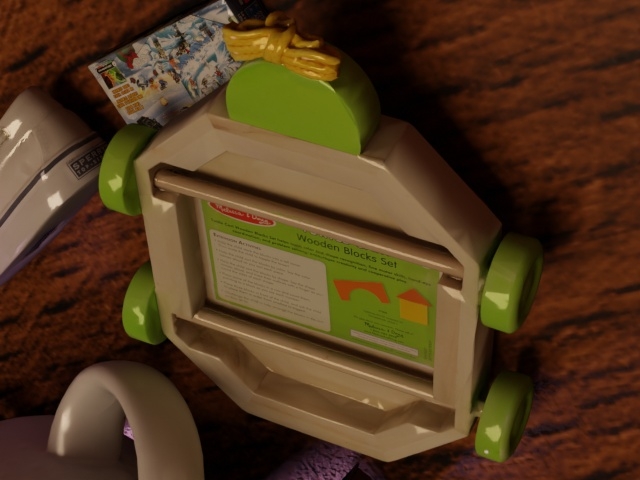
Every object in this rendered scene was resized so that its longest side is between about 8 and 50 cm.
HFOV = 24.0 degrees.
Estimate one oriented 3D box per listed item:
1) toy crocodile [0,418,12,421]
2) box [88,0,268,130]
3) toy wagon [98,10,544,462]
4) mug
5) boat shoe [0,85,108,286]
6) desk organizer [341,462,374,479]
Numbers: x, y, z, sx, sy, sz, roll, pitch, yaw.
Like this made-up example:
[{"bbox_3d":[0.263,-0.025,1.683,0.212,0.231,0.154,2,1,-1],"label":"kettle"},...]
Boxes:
[{"bbox_3d":[-0.305,0.208,1.322,0.115,0.105,0.340,52,143,-10],"label":"toy crocodile"},{"bbox_3d":[-0.071,-0.094,0.927,0.137,0.027,0.094,-16,112,44],"label":"box"},{"bbox_3d":[0.000,0.000,0.892,0.267,0.068,0.344,17,138,19],"label":"toy wagon"},{"bbox_3d":[-0.161,0.266,1.051,0.328,0.276,0.374,37,115,61],"label":"mug"},{"bbox_3d":[-0.244,-0.017,1.080,0.088,0.096,0.267,50,138,-2],"label":"boat shoe"},{"bbox_3d":[0.010,0.218,1.042,0.050,0.130,0.047,39,126,1],"label":"desk organizer"}]
